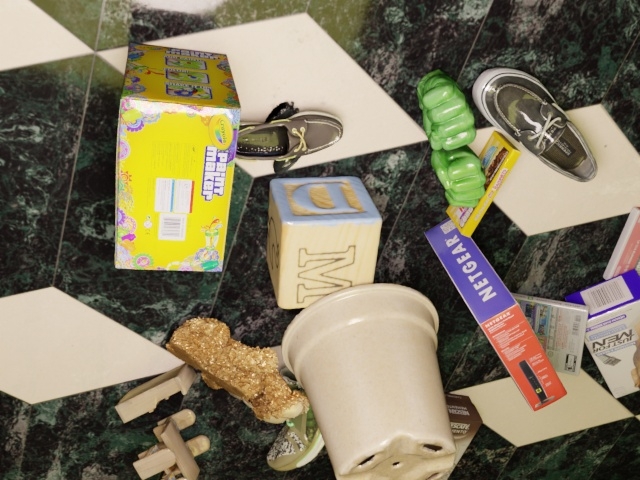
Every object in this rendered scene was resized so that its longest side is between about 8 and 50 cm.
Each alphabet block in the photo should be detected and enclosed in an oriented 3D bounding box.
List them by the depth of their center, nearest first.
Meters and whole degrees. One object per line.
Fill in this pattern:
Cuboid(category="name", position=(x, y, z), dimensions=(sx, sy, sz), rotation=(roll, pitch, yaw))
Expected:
Cuboid(category="alphabet block", position=(0.000, 0.000, 1.360), dimensions=(0.193, 0.192, 0.197), rotation=(-2, 121, -11))

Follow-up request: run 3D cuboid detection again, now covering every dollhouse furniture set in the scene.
Cuboid(category="dollhouse furniture set", position=(-0.321, 0.426, 1.541), dimensions=(0.161, 0.212, 0.242), rotation=(-27, 97, 5))

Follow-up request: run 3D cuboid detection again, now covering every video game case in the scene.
Cuboid(category="video game case", position=(0.546, 0.231, 1.677), dimensions=(0.193, 0.023, 0.212), rotation=(9, 127, 23))
Cuboid(category="video game case", position=(0.857, 0.015, 1.680), dimensions=(0.285, 0.025, 0.204), rotation=(1, 121, -15))

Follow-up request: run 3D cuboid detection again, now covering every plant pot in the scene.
Cuboid(category="plant pot", position=(0.111, 0.305, 1.314), dimensions=(0.333, 0.305, 0.334), rotation=(-7, 135, -8))

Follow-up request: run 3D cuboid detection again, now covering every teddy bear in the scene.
Cuboid(category="teddy bear", position=(-0.170, 0.283, 1.498), dimensions=(0.338, 0.113, 0.245), rotation=(31, 150, 7))

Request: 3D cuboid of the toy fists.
Cuboid(category="toy fists", position=(0.255, -0.189, 1.331), dimensions=(0.096, 0.142, 0.279), rotation=(-20, 124, -1))

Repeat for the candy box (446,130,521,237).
Cuboid(category="candy box", position=(0.335, -0.118, 1.418), dimensions=(0.027, 0.105, 0.206), rotation=(19, 115, -18))

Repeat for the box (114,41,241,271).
Cuboid(category="box", position=(-0.248, -0.145, 1.152), dimensions=(0.177, 0.279, 0.290), rotation=(3, 122, -15))

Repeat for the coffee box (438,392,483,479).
Cuboid(category="coffee box", position=(0.305, 0.529, 1.822), dimensions=(0.141, 0.098, 0.247), rotation=(11, 118, -20))

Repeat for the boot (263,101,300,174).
Cuboid(category="boot", position=(-0.071, -0.197, 1.304), dimensions=(0.121, 0.045, 0.099), rotation=(-42, 122, 9))

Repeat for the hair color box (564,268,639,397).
Cuboid(category="hair color box", position=(0.774, 0.245, 1.736), dimensions=(0.185, 0.110, 0.339), rotation=(-26, 127, 19))

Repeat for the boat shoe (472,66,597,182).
Cuboid(category="boat shoe", position=(0.449, -0.231, 1.366), dimensions=(0.335, 0.119, 0.121), rotation=(27, 112, -27))

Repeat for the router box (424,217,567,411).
Cuboid(category="router box", position=(0.368, 0.149, 1.455), dimensions=(0.082, 0.335, 0.301), rotation=(-31, 124, 8))

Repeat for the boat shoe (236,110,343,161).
Cuboid(category="boat shoe", position=(-0.064, -0.184, 1.250), dimensions=(0.227, 0.069, 0.081), rotation=(-8, 117, -7))

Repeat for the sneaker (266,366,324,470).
Cuboid(category="sneaker", position=(-0.037, 0.366, 1.625), dimensions=(0.182, 0.158, 0.410), rotation=(30, 104, -17))
